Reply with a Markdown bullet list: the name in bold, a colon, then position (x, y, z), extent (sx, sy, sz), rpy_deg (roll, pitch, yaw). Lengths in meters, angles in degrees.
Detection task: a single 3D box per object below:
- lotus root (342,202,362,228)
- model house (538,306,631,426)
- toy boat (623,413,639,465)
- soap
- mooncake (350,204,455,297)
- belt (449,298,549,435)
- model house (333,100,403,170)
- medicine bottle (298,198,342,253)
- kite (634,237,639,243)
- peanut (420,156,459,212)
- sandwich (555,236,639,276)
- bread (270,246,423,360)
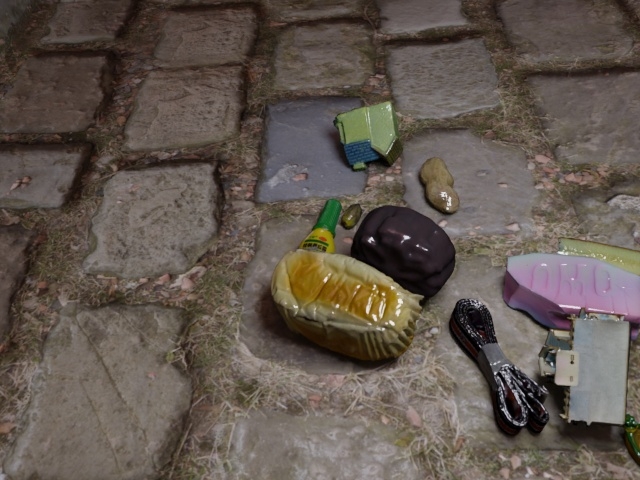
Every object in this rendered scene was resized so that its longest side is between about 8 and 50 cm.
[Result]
- **lotus root**: position (0.103, -0.080, 1.640), extent (0.049, 0.054, 0.099), rpy_deg (14, 53, 27)
- **model house**: position (0.611, 0.290, 1.242), extent (0.178, 0.206, 0.271), rpy_deg (1, 90, 9)
- **toy boat**: position (0.758, 0.476, 1.136), extent (0.089, 0.088, 0.229), rpy_deg (-35, 57, -23)
- **soap**: position (0.652, 0.134, 1.371), extent (0.323, 0.109, 0.193), rpy_deg (6, 48, 21)
- **mooncake**: position (0.212, 0.046, 1.393), extent (0.282, 0.283, 0.141), rpy_deg (23, 56, 20)
- **belt**: position (0.427, 0.303, 1.292), extent (0.126, 0.094, 0.360), rpy_deg (-20, 52, -7)
- **model house**: position (0.170, -0.337, 1.791), extent (0.214, 0.195, 0.189), rpy_deg (-12, 75, 12)
- **medicine bottle**: position (0.000, 0.000, 1.572), extent (0.111, 0.076, 0.309), rpy_deg (12, 53, 12)
- **kite**: position (0.973, 0.038, 1.519), extent (0.156, 0.011, 0.139), rpy_deg (-30, 53, -20)
- **peanut**: position (0.383, -0.178, 1.680), extent (0.104, 0.086, 0.228), rpy_deg (6, 51, -15)
- **sandwich**: position (0.779, 0.063, 1.459), extent (0.257, 0.096, 0.094), rpy_deg (14, 60, 13)
- **bread**: position (0.055, 0.168, 1.348), extent (0.388, 0.183, 0.236), rpy_deg (24, 76, 24)
